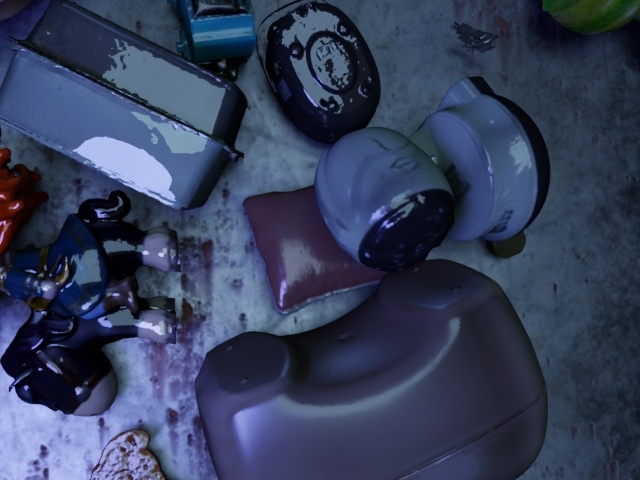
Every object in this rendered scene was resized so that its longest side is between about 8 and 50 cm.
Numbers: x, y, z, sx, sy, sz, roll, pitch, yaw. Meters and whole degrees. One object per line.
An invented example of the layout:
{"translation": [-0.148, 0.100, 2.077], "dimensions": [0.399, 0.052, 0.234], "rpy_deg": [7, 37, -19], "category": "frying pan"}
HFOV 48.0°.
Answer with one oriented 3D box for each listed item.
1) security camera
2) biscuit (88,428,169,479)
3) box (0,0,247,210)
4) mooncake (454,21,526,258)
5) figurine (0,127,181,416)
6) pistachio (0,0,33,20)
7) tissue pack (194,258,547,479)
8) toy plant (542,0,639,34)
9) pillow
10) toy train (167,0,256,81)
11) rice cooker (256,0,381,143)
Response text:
{"translation": [0.127, -0.069, 0.900], "dimensions": [0.277, 0.197, 0.191], "rpy_deg": [-15, 59, -25], "category": "security camera"}
{"translation": [-0.241, 0.380, 0.910], "dimensions": [0.183, 0.043, 0.280], "rpy_deg": [0, 88, -5], "category": "biscuit"}
{"translation": [-0.232, -0.162, 0.892], "dimensions": [0.290, 0.220, 0.166], "rpy_deg": [26, 94, -4], "category": "box"}
{"translation": [0.246, -0.153, 1.039], "dimensions": [0.150, 0.057, 0.346], "rpy_deg": [13, 78, -19], "category": "mooncake"}
{"translation": [-0.364, 0.049, 0.858], "dimensions": [0.412, 0.241, 0.306], "rpy_deg": [30, 106, -21], "category": "figurine"}
{"translation": [-0.539, -0.423, 0.864], "dimensions": [0.445, 0.281, 0.365], "rpy_deg": [6, 73, -21], "category": "pistachio"}
{"translation": [0.064, 0.212, 0.859], "dimensions": [0.387, 0.267, 0.277], "rpy_deg": [-23, 101, -11], "category": "tissue pack"}
{"translation": [0.499, -0.373, 1.066], "dimensions": [0.316, 0.184, 0.224], "rpy_deg": [14, 86, -22], "category": "toy plant"}
{"translation": [0.000, 0.000, 0.974], "dimensions": [0.179, 0.075, 0.171], "rpy_deg": [-16, 80, -13], "category": "pillow"}
{"translation": [-0.145, -0.315, 0.954], "dimensions": [0.107, 0.154, 0.198], "rpy_deg": [-11, 84, -13], "category": "toy train"}
{"translation": [0.001, -0.233, 0.982], "dimensions": [0.142, 0.118, 0.203], "rpy_deg": [-31, 94, -11], "category": "rice cooker"}
